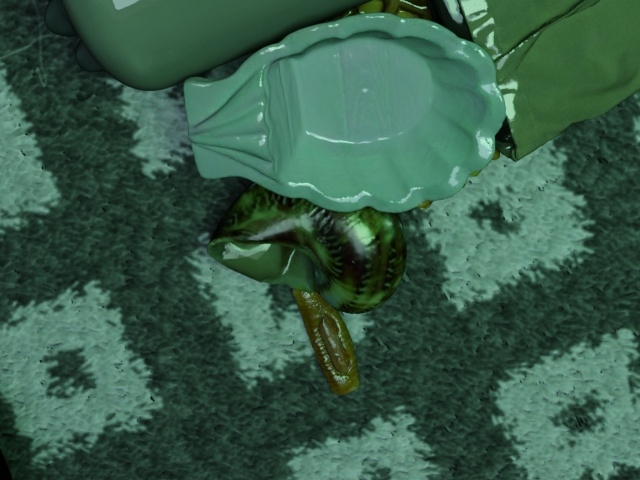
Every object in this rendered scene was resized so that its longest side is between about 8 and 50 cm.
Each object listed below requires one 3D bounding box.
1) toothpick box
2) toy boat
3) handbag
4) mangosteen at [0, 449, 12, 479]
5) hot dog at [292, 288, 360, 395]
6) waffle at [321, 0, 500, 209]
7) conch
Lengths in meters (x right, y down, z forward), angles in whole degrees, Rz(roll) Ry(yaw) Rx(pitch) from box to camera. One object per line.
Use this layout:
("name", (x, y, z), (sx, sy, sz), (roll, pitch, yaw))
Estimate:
("toothpick box", (-0.108, -0.258, 1.266), (0.316, 0.229, 0.229), (-24, 104, 7))
("toy boat", (0.023, -0.126, 1.266), (0.290, 0.100, 0.199), (-4, 119, 4))
("handbag", (0.213, -0.260, 1.285), (0.253, 0.109, 0.315), (-31, 107, -20))
("mangosteen", (-0.447, 0.292, 1.353), (0.275, 0.302, 0.274), (7, 106, 25))
("hot dog", (0.010, 0.102, 1.451), (0.044, 0.028, 0.137), (-20, 103, -3))
("waffle", (0.096, -0.157, 1.373), (0.243, 0.058, 0.237), (-26, 107, 8))
("conch", (0.001, -0.002, 1.379), (0.187, 0.124, 0.181), (-14, 133, 45))
